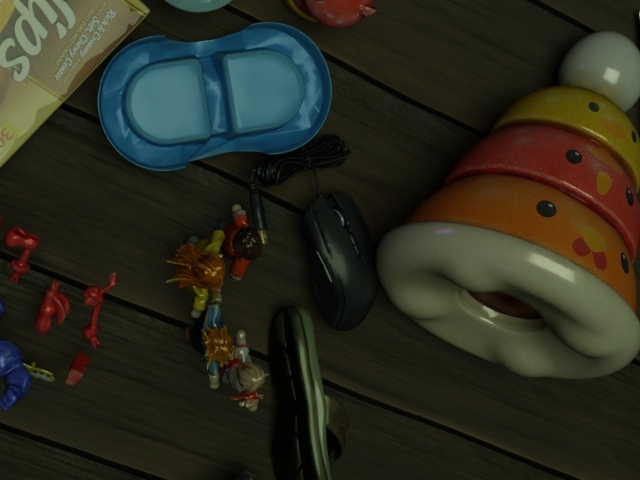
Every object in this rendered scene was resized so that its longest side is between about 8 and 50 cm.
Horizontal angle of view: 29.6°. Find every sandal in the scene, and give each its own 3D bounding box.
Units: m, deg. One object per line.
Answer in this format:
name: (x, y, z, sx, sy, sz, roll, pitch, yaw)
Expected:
sandal: (-0.004, 0.233, 1.592, 0.086, 0.120, 0.302, -6, 96, -31)

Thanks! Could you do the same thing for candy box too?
candy box: (-0.379, -0.224, 1.448, 0.183, 0.087, 0.316, 44, 81, -15)

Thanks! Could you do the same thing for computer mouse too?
computer mouse: (0.000, 0.000, 1.565, 0.184, 0.060, 0.261, -15, 99, -42)

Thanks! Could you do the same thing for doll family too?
doll family: (-0.135, 0.088, 1.508, 0.118, 0.163, 0.262, -4, 95, -17)

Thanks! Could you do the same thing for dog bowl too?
dog bowl: (-0.138, -0.182, 1.535, 0.297, 0.074, 0.165, -11, 97, -17)

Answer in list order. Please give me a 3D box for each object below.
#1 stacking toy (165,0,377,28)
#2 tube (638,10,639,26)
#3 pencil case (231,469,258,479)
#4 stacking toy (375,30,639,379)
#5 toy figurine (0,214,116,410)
stacking toy: (-0.059, -0.397, 1.470, 0.309, 0.130, 0.279, 4, 114, -16)
tube: (0.498, -0.210, 1.744, 0.070, 0.062, 0.240, 2, 88, -58)
pencil case: (-0.205, 0.453, 1.519, 0.410, 0.160, 0.183, -29, 125, -13)
stacking toy: (0.307, -0.088, 1.603, 0.351, 0.351, 0.479, 31, 68, -17)
toy figurine: (-0.430, 0.085, 1.358, 0.363, 0.217, 0.191, 28, 114, -11)
